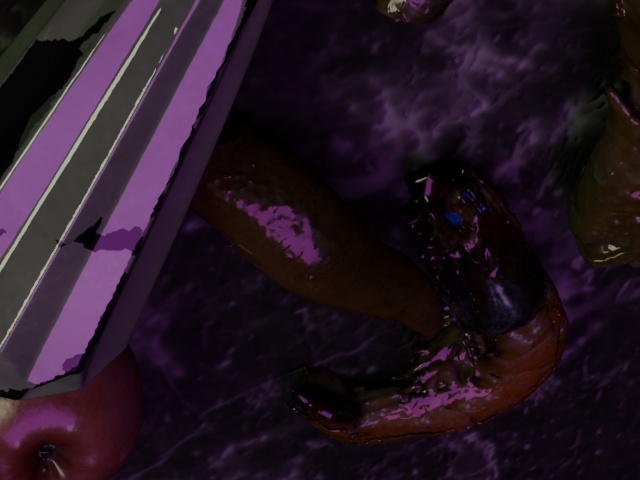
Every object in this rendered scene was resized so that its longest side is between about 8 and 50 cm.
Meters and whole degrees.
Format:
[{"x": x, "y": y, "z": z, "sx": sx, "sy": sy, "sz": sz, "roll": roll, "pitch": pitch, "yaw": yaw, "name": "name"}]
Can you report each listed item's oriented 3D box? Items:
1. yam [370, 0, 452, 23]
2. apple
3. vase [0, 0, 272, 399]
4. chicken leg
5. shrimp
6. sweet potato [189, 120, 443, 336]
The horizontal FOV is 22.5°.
[{"x": 0.103, "y": -0.233, "z": 0.906, "sx": 0.061, "sy": 0.061, "sz": 0.253, "roll": 8, "pitch": 128, "yaw": -31, "name": "yam"}, {"x": -0.190, "y": 0.112, "z": 1.067, "sx": 0.153, "sy": 0.120, "sz": 0.153, "roll": -13, "pitch": 135, "yaw": -13, "name": "apple"}, {"x": -0.117, "y": -0.077, "z": 0.897, "sx": 0.165, "sy": 0.165, "sz": 0.360, "roll": 16, "pitch": 120, "yaw": -36, "name": "vase"}, {"x": 0.254, "y": -0.119, "z": 1.031, "sx": 0.201, "sy": 0.152, "sz": 0.429, "roll": 13, "pitch": 138, "yaw": -4, "name": "chicken leg"}, {"x": 0.069, "y": 0.060, "z": 1.187, "sx": 0.222, "sy": 0.054, "sz": 0.290, "roll": -23, "pitch": 137, "yaw": 0, "name": "shrimp"}, {"x": 0.000, "y": 0.000, "z": 1.043, "sx": 0.244, "sy": 0.077, "sz": 0.077, "roll": 35, "pitch": 113, "yaw": -24, "name": "sweet potato"}]
